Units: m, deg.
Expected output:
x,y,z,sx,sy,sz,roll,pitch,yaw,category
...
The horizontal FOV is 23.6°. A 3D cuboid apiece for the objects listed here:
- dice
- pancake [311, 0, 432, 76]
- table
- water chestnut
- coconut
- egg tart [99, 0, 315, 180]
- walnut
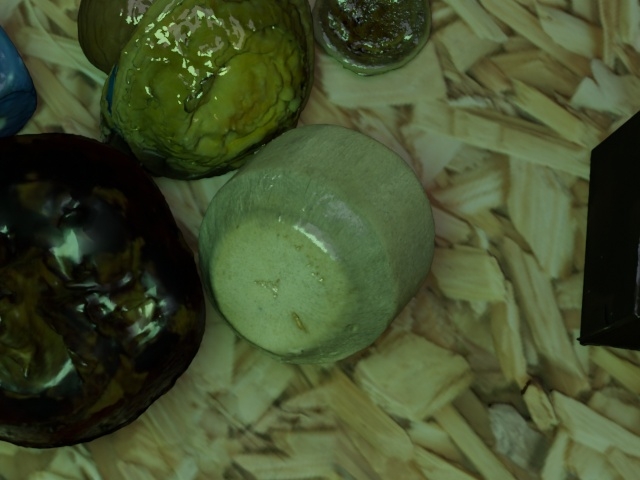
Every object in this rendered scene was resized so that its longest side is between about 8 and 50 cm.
x,y,z,sx,sy,sz,roll,pitch,yaw,category
-0.404,-0.172,1.679,0.143,0.146,0.146,-32,84,-16,dice
0.063,-0.266,1.839,0.152,0.025,0.151,3,76,-10,pancake
0.466,0.005,1.755,0.282,0.196,0.250,9,75,-7,table
-0.283,0.049,1.553,0.335,0.347,0.335,0,86,-5,water chestnut
0.000,0.000,1.666,0.237,0.237,0.266,38,36,1,coconut
-0.109,-0.166,1.665,0.291,0.290,0.107,-32,51,-15,egg tart
-0.182,-0.265,1.730,0.167,0.167,0.207,26,83,-3,walnut
